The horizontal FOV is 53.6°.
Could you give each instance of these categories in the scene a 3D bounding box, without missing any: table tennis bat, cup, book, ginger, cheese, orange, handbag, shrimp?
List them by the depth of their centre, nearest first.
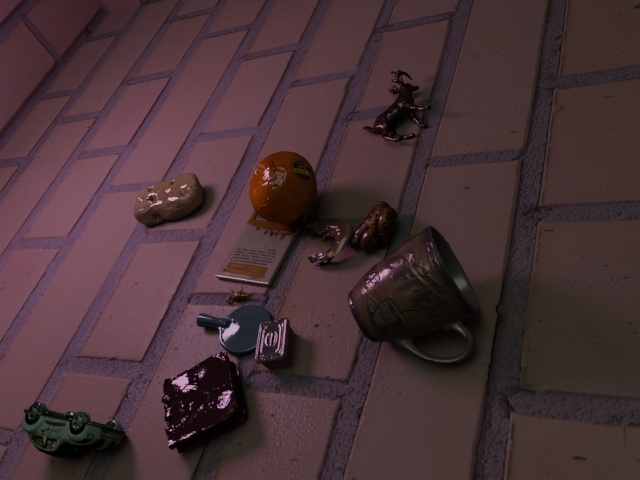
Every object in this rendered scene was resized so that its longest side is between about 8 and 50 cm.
[{"bbox_3d":[0.222,0.158,1.462,0.257,0.227,0.301,-32,71,19],"label":"cup"},{"bbox_3d":[-0.297,0.408,1.599,0.216,0.074,0.203,-30,43,6],"label":"handbag"},{"bbox_3d":[0.156,-0.028,1.733,0.162,0.073,0.103,-52,29,-3],"label":"ginger"},{"bbox_3d":[-0.242,0.236,1.748,0.244,0.040,0.153,6,54,29],"label":"table tennis bat"},{"bbox_3d":[0.000,0.000,1.808,0.219,0.046,0.152,10,66,46],"label":"shrimp"},{"bbox_3d":[-0.109,-0.155,1.873,0.219,0.193,0.219,-17,65,42],"label":"orange"},{"bbox_3d":[-0.172,0.005,1.927,0.208,0.020,0.295,7,55,34],"label":"book"},{"bbox_3d":[-0.529,-0.146,2.219,0.263,0.093,0.159,-12,48,20],"label":"cheese"}]

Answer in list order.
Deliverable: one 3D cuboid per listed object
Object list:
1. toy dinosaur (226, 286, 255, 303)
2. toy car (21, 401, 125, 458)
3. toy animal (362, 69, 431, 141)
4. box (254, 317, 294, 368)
[{"bbox_3d":[-0.228,0.153,1.820,0.113,0.026,0.041,-20,51,26],"label":"toy dinosaur"},{"bbox_3d":[-0.661,0.512,1.674,0.306,0.136,0.125,2,67,30],"label":"toy car"},{"bbox_3d":[0.247,-0.431,2.033,0.243,0.087,0.260,-37,46,-7],"label":"toy animal"},{"bbox_3d":[-0.113,0.268,1.625,0.089,0.062,0.122,-14,45,19],"label":"box"}]
